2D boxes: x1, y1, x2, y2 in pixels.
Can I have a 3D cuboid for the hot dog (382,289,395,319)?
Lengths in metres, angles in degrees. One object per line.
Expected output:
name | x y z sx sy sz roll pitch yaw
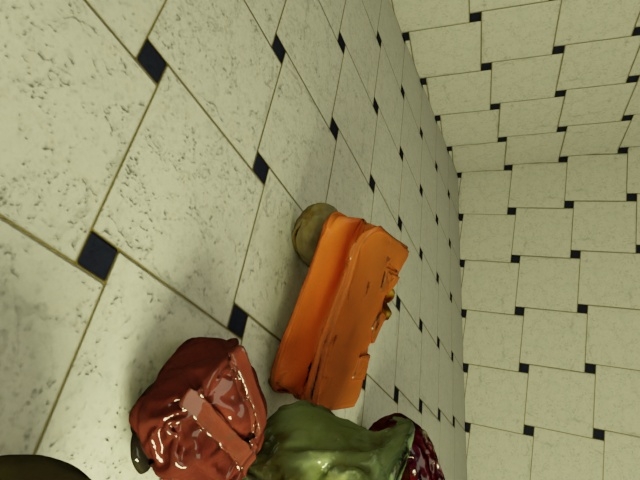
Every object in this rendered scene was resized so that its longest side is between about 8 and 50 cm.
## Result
hot dog | 0.124 0.155 1.424 0.337 0.100 0.135 31 65 -59

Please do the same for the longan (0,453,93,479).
longan | -0.272 0.304 0.395 0.248 0.248 0.248 -6 90 -65

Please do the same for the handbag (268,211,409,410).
handbag | 0.058 0.165 1.106 0.303 0.116 0.409 27 81 -59

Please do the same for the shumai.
shumai | 0.031 0.358 0.796 0.292 0.288 0.330 26 26 -14

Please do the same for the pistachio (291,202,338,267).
pistachio | 0.000 0.000 1.155 0.124 0.125 0.184 -68 150 -46

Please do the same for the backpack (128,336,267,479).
backpack | -0.159 0.260 0.728 0.229 0.139 0.229 30 56 -58

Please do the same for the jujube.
jujube | 0.220 0.666 1.352 0.376 0.259 0.258 66 27 -7
